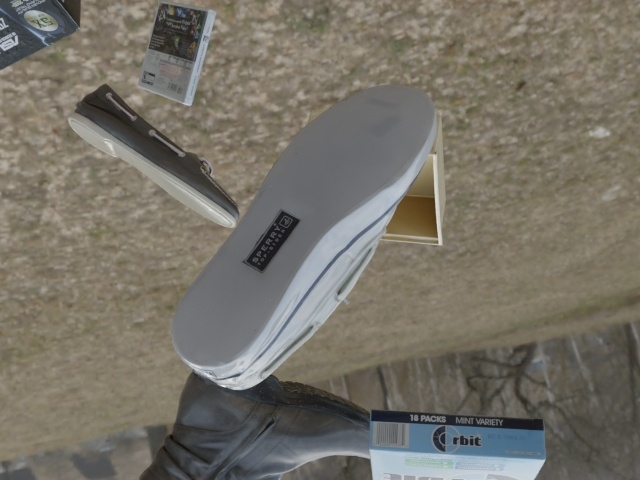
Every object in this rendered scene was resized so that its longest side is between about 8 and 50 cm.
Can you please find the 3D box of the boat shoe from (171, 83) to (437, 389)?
[{"bbox_3d":[0.000,0.000,0.597,0.268,0.096,0.088,-55,152,-14],"label":"boat shoe"}]

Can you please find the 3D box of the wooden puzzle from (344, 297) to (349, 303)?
[{"bbox_3d":[0.024,0.082,1.328,0.006,0.049,0.083,-44,138,1],"label":"wooden puzzle"}]

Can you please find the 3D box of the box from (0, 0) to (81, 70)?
[{"bbox_3d":[-0.383,-0.281,0.936,0.180,0.147,0.077,-24,139,10],"label":"box"}]

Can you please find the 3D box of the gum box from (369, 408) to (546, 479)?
[{"bbox_3d":[0.129,0.220,0.778,0.156,0.041,0.184,2,150,6],"label":"gum box"}]

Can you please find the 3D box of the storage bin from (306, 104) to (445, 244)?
[{"bbox_3d":[0.113,-0.128,1.545,0.260,0.123,0.262,5,144,15],"label":"storage bin"}]

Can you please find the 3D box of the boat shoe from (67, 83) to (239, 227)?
[{"bbox_3d":[-0.262,-0.147,1.311,0.096,0.335,0.112,-56,177,-16],"label":"boat shoe"}]

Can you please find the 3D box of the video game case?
[{"bbox_3d":[-0.270,-0.352,1.457,0.022,0.173,0.190,8,-167,-41],"label":"video game case"}]

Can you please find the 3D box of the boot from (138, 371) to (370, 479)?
[{"bbox_3d":[-0.058,0.300,1.055,0.338,0.223,0.118,23,173,-10],"label":"boot"}]
